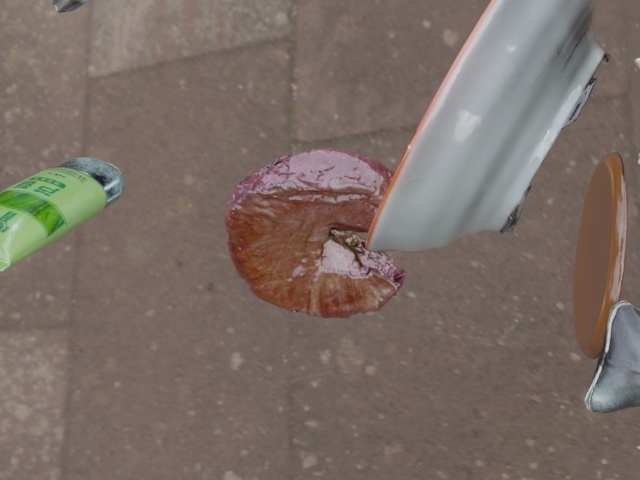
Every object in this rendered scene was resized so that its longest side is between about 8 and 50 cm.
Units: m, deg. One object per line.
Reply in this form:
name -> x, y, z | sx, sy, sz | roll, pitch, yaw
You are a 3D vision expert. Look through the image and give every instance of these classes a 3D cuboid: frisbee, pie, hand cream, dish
frisbee -> 0.334, 0.017, 1.219 | 0.021, 0.251, 0.251 | 7, 79, 5
pie -> 0.000, 0.000, 1.064 | 0.204, 0.219, 0.054 | -4, 43, 12
hand cream -> -0.229, -0.023, 0.811 | 0.095, 0.175, 0.046 | 14, 117, 24
dish -> 0.132, -0.084, 0.711 | 0.085, 0.260, 0.260 | 31, 92, 7

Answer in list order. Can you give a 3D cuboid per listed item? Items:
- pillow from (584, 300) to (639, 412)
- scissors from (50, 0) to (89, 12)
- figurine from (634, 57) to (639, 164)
pillow -> 0.280, 0.099, 0.811 | 0.055, 0.135, 0.091 | -105, 31, -46
scissors -> -0.005, -0.144, 0.335 | 0.300, 0.109, 0.022 | -21, 72, 41
figurine -> 0.176, -0.038, 0.490 | 0.047, 0.064, 0.109 | -16, 85, 23
